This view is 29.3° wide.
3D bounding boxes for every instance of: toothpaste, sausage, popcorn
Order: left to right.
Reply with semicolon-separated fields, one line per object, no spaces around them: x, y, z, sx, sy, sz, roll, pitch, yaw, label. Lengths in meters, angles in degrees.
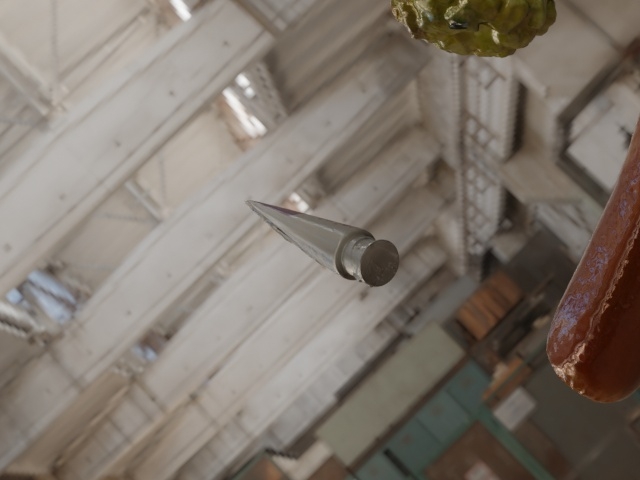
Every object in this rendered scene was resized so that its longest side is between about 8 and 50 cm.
0.000;0.000;1.758;0.114;0.299;0.073;40;-101;-34;toothpaste
0.152;-0.249;1.217;0.142;0.173;0.173;-57;-13;-4;popcorn
0.258;-0.012;0.932;0.083;0.089;0.300;-104;32;-73;sausage
